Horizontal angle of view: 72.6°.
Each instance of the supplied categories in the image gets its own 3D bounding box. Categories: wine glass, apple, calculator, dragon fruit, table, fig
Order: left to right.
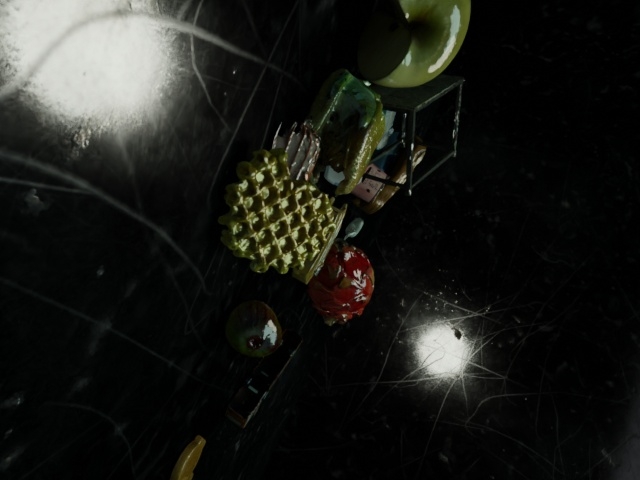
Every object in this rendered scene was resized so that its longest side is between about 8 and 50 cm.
[{"bbox_3d":[-0.170,0.206,1.155,0.245,0.149,0.149,-109,-141,-72],"label":"fig"},{"bbox_3d":[0.076,0.162,1.700,0.277,0.277,0.342,-20,123,-72],"label":"dragon fruit"},{"bbox_3d":[0.081,-0.252,1.304,0.039,0.121,0.210,-92,-168,-49],"label":"calculator"},{"bbox_3d":[0.141,-0.037,2.035,0.262,0.074,0.074,-49,159,-53],"label":"wine glass"},{"bbox_3d":[0.229,-0.322,1.708,0.051,0.173,0.293,48,58,-29],"label":"calculator"},{"bbox_3d":[0.273,-0.351,1.384,0.335,0.222,0.272,-37,136,-38],"label":"table"},{"bbox_3d":[0.217,-0.517,1.019,0.258,0.233,0.295,-96,-173,-54],"label":"apple"}]

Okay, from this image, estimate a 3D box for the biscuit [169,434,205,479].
[{"bbox_3d":[-0.393,0.658,1.215,0.166,0.036,0.225,46,66,-77],"label":"biscuit"}]

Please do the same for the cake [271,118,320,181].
[{"bbox_3d":[-0.069,-0.119,0.941,0.135,0.098,0.287,-81,-175,-65],"label":"cake"}]

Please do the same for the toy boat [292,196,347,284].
[{"bbox_3d":[0.000,0.000,1.484,0.115,0.089,0.310,30,83,-80],"label":"toy boat"}]

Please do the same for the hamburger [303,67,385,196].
[{"bbox_3d":[0.054,-0.270,1.042,0.288,0.167,0.192,-64,166,-12],"label":"hamburger"}]

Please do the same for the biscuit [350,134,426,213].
[{"bbox_3d":[0.259,-0.256,1.729,0.359,0.074,0.381,-22,-143,60],"label":"biscuit"}]

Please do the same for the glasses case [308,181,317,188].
[{"bbox_3d":[-0.037,-0.105,1.103,0.204,0.051,0.081,-110,-141,-71],"label":"glasses case"}]

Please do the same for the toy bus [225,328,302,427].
[{"bbox_3d":[-0.193,0.477,1.568,0.409,0.093,0.092,-48,166,-51],"label":"toy bus"}]

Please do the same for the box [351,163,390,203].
[{"bbox_3d":[0.160,-0.214,1.553,0.151,0.135,0.151,-58,-178,4],"label":"box"}]

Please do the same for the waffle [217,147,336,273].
[{"bbox_3d":[-0.074,-0.054,0.869,0.253,0.056,0.249,5,103,-34],"label":"waffle"}]

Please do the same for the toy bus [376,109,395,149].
[{"bbox_3d":[0.224,-0.456,1.585,0.109,0.091,0.262,-41,153,-38],"label":"toy bus"}]
